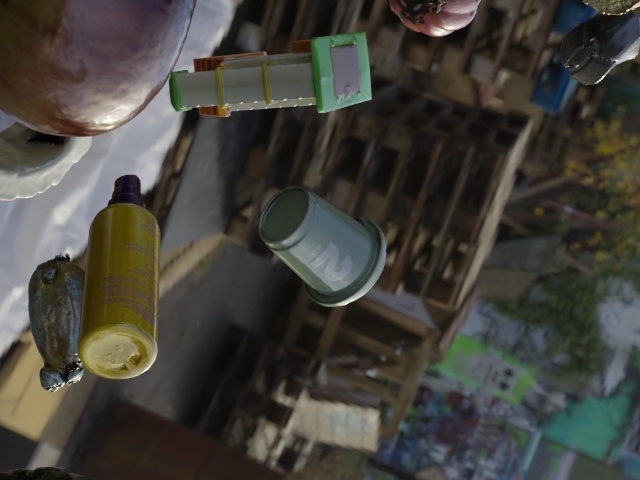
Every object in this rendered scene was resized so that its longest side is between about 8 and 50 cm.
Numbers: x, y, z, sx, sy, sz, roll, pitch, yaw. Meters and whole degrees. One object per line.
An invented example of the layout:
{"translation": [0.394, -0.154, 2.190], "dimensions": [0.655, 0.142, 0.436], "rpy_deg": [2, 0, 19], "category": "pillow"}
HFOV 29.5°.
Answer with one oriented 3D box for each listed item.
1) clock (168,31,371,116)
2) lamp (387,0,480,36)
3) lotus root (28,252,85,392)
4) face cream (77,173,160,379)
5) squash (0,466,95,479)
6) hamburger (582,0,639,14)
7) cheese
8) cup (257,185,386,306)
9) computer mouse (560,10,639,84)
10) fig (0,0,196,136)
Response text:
{"translation": [-0.078, -0.249, 1.840], "dimensions": [0.220, 0.255, 0.106], "rpy_deg": [-29, 116, -67], "category": "clock"}
{"translation": [0.195, -0.437, 2.051], "dimensions": [0.140, 0.182, 0.182], "rpy_deg": [-39, 152, -38], "category": "lamp"}
{"translation": [-0.307, 0.097, 1.449], "dimensions": [0.088, 0.088, 0.165], "rpy_deg": [61, 21, -76], "category": "lotus root"}
{"translation": [-0.208, 0.022, 1.282], "dimensions": [0.273, 0.078, 0.078], "rpy_deg": [-97, -164, -49], "category": "face cream"}
{"translation": [-0.338, 0.362, 1.373], "dimensions": [0.252, 0.252, 0.165], "rpy_deg": [-36, 131, -70], "category": "squash"}
{"translation": [0.455, -0.406, 1.663], "dimensions": [0.155, 0.135, 0.208], "rpy_deg": [-20, 131, -41], "category": "hamburger"}
{"translation": [-0.502, -0.244, 1.954], "dimensions": [0.292, 0.153, 0.332], "rpy_deg": [-16, 129, -48], "category": "cheese"}
{"translation": [0.000, 0.000, 1.431], "dimensions": [0.141, 0.120, 0.120], "rpy_deg": [42, 65, -37], "category": "cup"}
{"translation": [0.486, -0.341, 2.133], "dimensions": [0.062, 0.106, 0.192], "rpy_deg": [-30, 175, -37], "category": "computer mouse"}
{"translation": [-0.219, -0.210, 1.065], "dimensions": [0.235, 0.214, 0.235], "rpy_deg": [-51, -167, 17], "category": "fig"}
